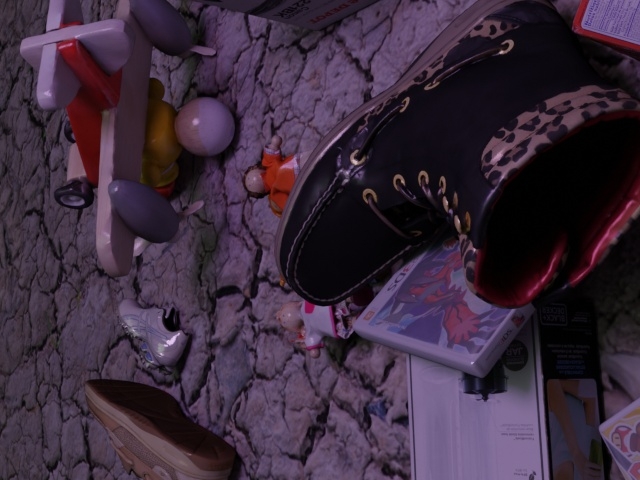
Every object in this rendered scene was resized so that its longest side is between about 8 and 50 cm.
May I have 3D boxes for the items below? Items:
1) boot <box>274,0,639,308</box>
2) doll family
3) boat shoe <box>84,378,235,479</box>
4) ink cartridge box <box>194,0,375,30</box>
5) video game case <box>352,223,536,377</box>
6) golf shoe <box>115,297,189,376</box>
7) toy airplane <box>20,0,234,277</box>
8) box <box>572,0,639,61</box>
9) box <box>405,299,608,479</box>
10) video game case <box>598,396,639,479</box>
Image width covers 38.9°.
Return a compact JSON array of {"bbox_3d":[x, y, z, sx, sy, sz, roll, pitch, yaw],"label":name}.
[{"bbox_3d":[0.110,-0.035,0.797,0.377,0.138,0.284,-44,27,14],"label":"boot"},{"bbox_3d":[0.000,0.000,1.078,0.163,0.118,0.263,-9,96,44],"label":"doll family"},{"bbox_3d":[-0.255,0.295,1.323,0.341,0.121,0.110,22,101,49],"label":"boat shoe"},{"bbox_3d":[-0.049,-0.346,1.041,0.197,0.273,0.114,-13,78,50],"label":"ink cartridge box"},{"bbox_3d":[0.137,0.032,0.840,0.183,0.023,0.201,-49,24,-16],"label":"video game case"},{"bbox_3d":[-0.255,0.130,1.409,0.086,0.069,0.176,-52,48,6],"label":"golf shoe"},{"bbox_3d":[-0.257,-0.183,1.280,0.384,0.272,0.386,-100,13,-72],"label":"toy airplane"},{"bbox_3d":[0.317,-0.253,0.685,0.128,0.122,0.257,35,111,48],"label":"box"},{"bbox_3d":[0.168,0.205,0.833,0.169,0.087,0.290,-15,72,49],"label":"box"},{"bbox_3d":[0.340,0.174,0.672,0.227,0.026,0.206,-49,49,35],"label":"video game case"}]
